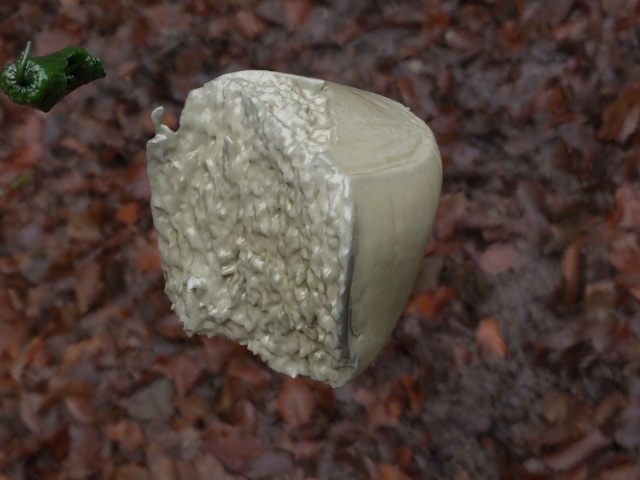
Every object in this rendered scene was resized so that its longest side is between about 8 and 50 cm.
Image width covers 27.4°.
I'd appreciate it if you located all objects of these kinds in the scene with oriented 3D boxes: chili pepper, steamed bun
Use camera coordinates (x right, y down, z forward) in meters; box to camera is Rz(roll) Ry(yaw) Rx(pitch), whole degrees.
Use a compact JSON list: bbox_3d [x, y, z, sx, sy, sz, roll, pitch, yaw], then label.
[{"bbox_3d":[-0.364,-0.221,1.776,0.100,0.074,0.257,-39,5,16],"label":"chili pepper"},{"bbox_3d":[0.000,0.000,1.280,0.273,0.290,0.272,-11,43,-33],"label":"steamed bun"}]
